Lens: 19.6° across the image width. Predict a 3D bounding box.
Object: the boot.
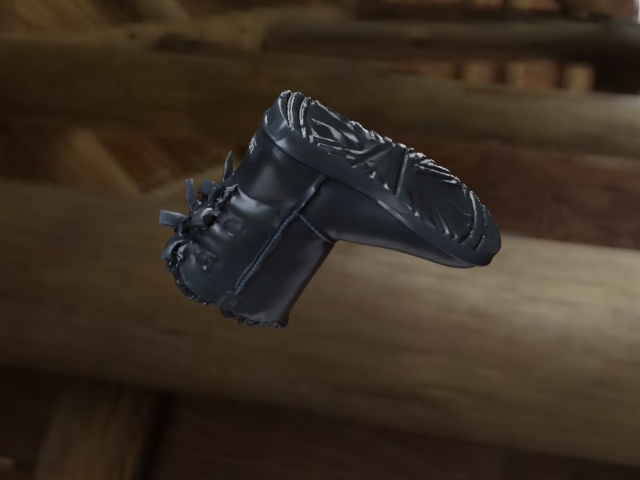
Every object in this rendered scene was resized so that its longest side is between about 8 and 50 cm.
[{"bbox_3d":[0.000,0.000,0.771,0.099,0.121,0.045,-51,18,32],"label":"boot"}]
